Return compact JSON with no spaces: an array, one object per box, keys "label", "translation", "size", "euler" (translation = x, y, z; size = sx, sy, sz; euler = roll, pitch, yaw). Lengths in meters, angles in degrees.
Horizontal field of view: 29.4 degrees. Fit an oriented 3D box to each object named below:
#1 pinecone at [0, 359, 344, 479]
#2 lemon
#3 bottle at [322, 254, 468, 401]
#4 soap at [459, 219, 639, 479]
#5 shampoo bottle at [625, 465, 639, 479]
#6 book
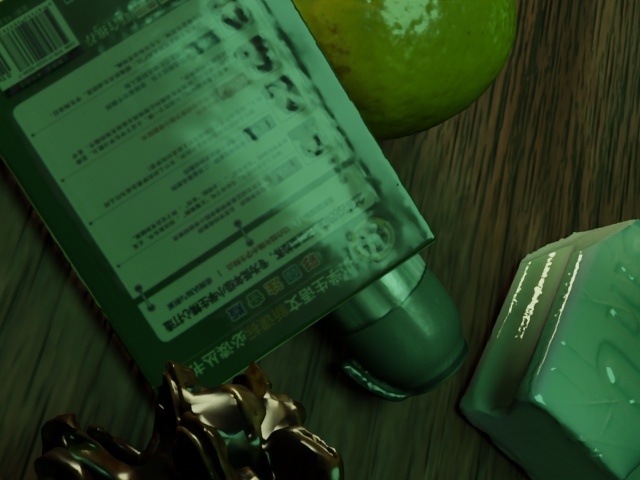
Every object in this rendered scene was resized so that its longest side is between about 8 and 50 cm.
[{"label":"pinecone","translation":[-0.074,0.185,0.585],"size":[0.257,0.243,0.243],"euler":[-17,86,-47]},{"label":"lemon","translation":[0.044,-0.154,0.856],"size":[0.207,0.170,0.170],"euler":[-26,92,-40]},{"label":"bottle","translation":[0.000,0.000,0.823],"size":[0.096,0.079,0.254],"euler":[-43,105,-13]},{"label":"soap","translation":[0.218,0.081,0.966],"size":[0.145,0.091,0.230],"euler":[44,53,-20]},{"label":"shampoo bottle","translation":[0.274,0.175,1.003],"size":[0.056,0.056,0.195],"euler":[54,48,-11]},{"label":"book","translation":[-0.078,-0.057,0.744],"size":[0.202,0.027,0.264],"euler":[-34,98,-9]}]
